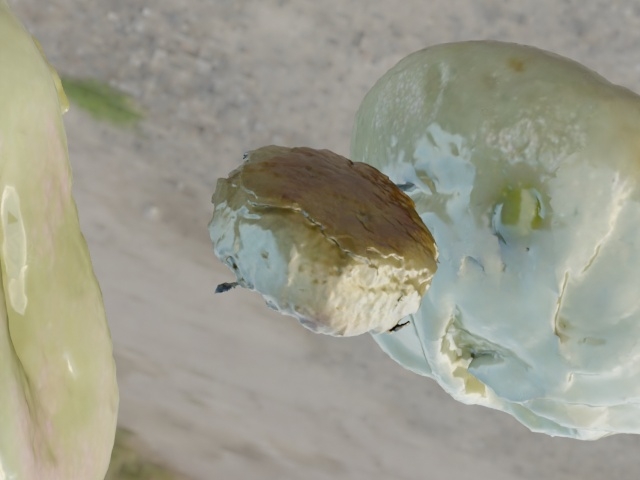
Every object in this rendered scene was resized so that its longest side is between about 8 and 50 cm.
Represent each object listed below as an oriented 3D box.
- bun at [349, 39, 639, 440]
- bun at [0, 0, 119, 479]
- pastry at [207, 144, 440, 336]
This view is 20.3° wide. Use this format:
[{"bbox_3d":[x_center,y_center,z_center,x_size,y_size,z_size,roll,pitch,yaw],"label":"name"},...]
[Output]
[{"bbox_3d":[0.163,0.019,1.357,0.365,0.219,0.365,28,157,13],"label":"bun"},{"bbox_3d":[-0.250,0.024,0.730,0.361,0.361,0.213,8,-157,32],"label":"bun"},{"bbox_3d":[0.004,-0.003,1.133,0.153,0.081,0.153,14,-153,-7],"label":"pastry"}]
